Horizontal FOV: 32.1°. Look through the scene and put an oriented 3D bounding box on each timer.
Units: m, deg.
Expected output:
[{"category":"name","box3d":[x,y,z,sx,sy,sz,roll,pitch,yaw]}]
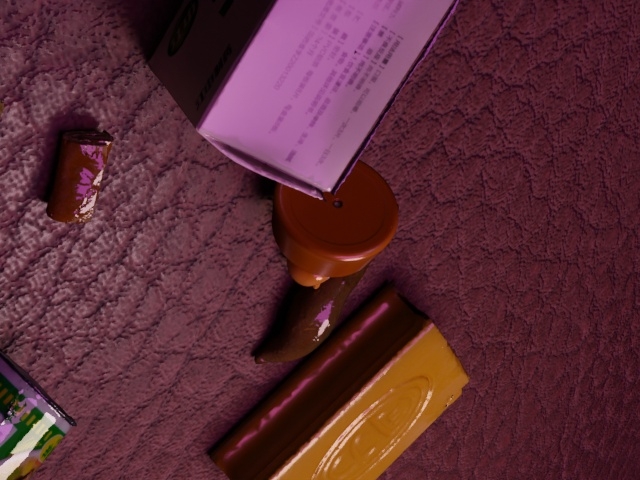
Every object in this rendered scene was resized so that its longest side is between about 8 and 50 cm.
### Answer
[{"category":"timer","box3d":[0.000,0.000,1.194,0.132,0.132,0.152,-24,158,-27]}]

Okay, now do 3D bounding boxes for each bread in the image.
[{"category":"bread","box3d":[-0.213,-0.057,0.988,0.047,0.036,0.083,-2,121,-39]}]

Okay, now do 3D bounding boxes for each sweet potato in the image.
[{"category":"sweet potato","box3d":[0.013,0.056,1.282,0.249,0.059,0.069,-53,174,2]}]

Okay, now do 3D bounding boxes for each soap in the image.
[{"category":"soap","box3d":[0.037,0.225,1.419,0.324,0.096,0.204,-44,141,-5]}]

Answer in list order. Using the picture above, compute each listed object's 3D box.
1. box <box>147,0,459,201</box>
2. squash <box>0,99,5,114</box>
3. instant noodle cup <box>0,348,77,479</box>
[{"category":"box","box3d":[0.006,-0.217,0.924,0.145,0.173,0.332,25,105,-31]},{"category":"squash","box3d":[-0.306,-0.049,0.790,0.184,0.085,0.191,14,72,-39]},{"category":"instant noodle cup","box3d":[-0.347,0.191,0.960,0.232,0.207,0.207,-45,142,-14]}]
